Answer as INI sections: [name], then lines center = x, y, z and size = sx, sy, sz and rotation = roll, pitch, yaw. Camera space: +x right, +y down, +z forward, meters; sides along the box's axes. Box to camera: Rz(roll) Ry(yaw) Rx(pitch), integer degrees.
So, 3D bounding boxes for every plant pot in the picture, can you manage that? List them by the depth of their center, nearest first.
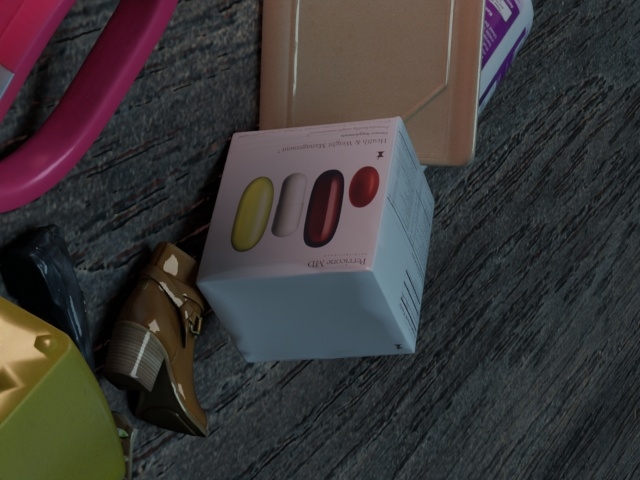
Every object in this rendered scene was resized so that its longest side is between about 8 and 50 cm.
[plant pot]
center = -0.281, 0.140, 1.101
size = 0.212, 0.212, 0.187
rotation = -52, 163, -39

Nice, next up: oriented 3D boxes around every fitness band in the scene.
[fitness band]
center = -0.215, -0.146, 1.218
size = 0.291, 0.054, 0.209
rotation = -55, 167, 13

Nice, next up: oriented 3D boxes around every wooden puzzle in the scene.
[wooden puzzle]
center = 0.054, -0.193, 1.619
size = 0.044, 0.238, 0.221
rotation = -69, 162, -75

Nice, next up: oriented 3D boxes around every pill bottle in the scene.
[pill bottle]
center = 0.125, -0.202, 1.788
size = 0.301, 0.169, 0.169
rotation = -56, 143, -35

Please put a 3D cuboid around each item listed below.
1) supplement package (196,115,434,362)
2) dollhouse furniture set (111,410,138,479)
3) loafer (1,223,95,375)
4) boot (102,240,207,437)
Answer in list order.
[supplement package]
center = 0.000, 0.000, 1.564
size = 0.149, 0.194, 0.203
rotation = 62, 30, -47
[dollhouse furniture set]
center = -0.206, 0.196, 1.355
size = 0.182, 0.161, 0.101
rotation = 36, 68, -59
[loafer]
center = -0.234, 0.064, 1.368
size = 0.061, 0.062, 0.170
rotation = -53, 143, -45
[boot]
center = -0.144, 0.106, 1.529
size = 0.197, 0.073, 0.152
rotation = 62, 40, -55
